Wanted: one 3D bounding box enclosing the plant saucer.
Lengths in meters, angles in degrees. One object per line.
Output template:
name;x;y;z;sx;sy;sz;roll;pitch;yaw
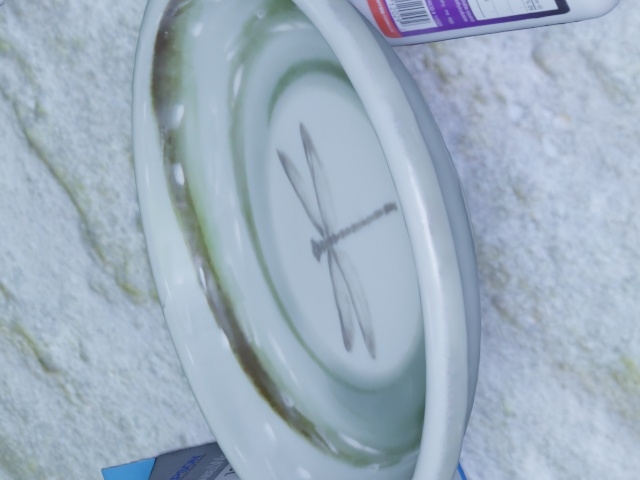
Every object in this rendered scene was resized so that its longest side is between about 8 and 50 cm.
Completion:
plant saucer;0.000;0.000;0.839;0.400;0.100;0.400;39;137;49

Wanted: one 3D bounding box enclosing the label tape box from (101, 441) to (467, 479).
label tape box;-0.027;0.277;1.035;0.334;0.106;0.240;-18;103;30

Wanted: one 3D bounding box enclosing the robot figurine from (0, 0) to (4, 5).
robot figurine;-0.281;-0.290;0.849;0.353;0.200;0.300;0;102;25

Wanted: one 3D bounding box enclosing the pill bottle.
pill bottle;0.117;-0.177;0.766;0.193;0.108;0.108;-4;110;26
